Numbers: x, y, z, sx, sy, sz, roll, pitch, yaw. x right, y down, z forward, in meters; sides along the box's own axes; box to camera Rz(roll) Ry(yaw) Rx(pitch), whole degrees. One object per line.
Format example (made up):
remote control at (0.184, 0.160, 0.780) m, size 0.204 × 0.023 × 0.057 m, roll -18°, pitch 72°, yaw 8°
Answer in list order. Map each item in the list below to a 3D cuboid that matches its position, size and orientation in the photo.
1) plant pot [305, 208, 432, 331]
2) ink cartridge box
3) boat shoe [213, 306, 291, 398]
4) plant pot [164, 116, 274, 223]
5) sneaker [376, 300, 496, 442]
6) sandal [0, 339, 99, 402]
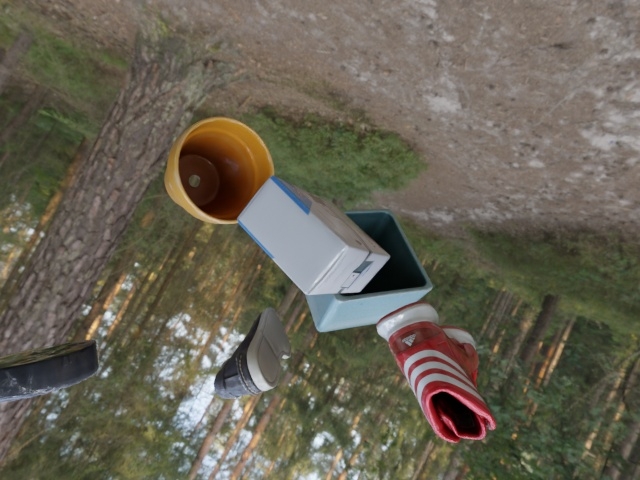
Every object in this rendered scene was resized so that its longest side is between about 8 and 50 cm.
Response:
plant pot at (0.070, 0.097, 1.031) m, size 0.248 × 0.247 × 0.252 m, roll -3°, pitch 143°, yaw -25°
ink cartridge box at (0.000, 0.000, 0.570) m, size 0.139 × 0.082 × 0.191 m, roll 44°, pitch -166°, yaw 21°
boat shoe at (-0.084, 0.141, 0.537) m, size 0.206 × 0.065 × 0.075 m, roll -67°, pitch -48°, yaw -85°
plant pot at (-0.231, -0.133, 0.866) m, size 0.205 × 0.205 × 0.188 m, roll 31°, pitch 161°, yaw -33°
sneaker at (0.139, 0.160, 0.458) m, size 0.221 × 0.087 × 0.128 m, roll 33°, pitch -149°, yaw -46°
sandal at (-0.309, 0.103, 0.319) m, size 0.255 × 0.054 × 0.097 m, roll -10°, pitch -179°, yaw -13°
